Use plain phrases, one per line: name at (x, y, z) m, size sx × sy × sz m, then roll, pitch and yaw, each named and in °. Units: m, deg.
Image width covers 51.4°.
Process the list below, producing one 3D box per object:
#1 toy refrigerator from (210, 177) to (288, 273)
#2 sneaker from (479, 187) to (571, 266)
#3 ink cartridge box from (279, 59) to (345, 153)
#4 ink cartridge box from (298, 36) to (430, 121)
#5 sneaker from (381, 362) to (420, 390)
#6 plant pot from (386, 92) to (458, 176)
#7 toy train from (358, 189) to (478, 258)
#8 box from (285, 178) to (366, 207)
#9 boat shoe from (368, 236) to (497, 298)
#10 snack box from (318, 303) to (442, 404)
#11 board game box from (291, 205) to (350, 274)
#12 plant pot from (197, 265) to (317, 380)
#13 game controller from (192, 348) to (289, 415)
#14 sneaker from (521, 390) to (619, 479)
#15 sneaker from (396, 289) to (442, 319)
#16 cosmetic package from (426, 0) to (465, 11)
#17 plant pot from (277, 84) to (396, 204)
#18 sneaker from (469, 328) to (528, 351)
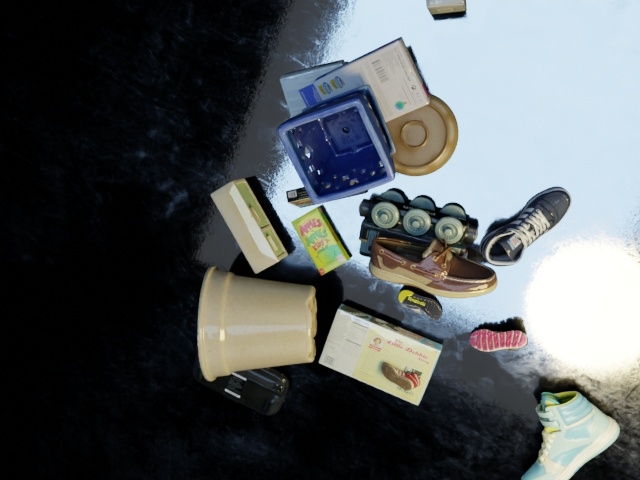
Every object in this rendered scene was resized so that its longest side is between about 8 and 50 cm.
toy refrigerator at (-0.206, -0.047, 1.976) m, size 0.094 × 0.102 × 0.269 m, roll -29°, pitch 91°, yaw 17°
sneaker at (0.545, -0.029, 1.757) m, size 0.282 × 0.153 × 0.099 m, roll -39°, pitch 89°, yaw 17°
ink cartridge box at (0.005, -0.379, 1.899) m, size 0.189 × 0.066 × 0.232 m, roll -10°, pitch 118°, yaw 16°
ink cartridge box at (0.116, -0.396, 1.798) m, size 0.311 × 0.065 × 0.185 m, roll -21°, pitch 111°, yaw 22°
sneaker at (0.233, 0.389, 1.914) m, size 0.118 × 0.067 × 0.042 m, roll 34°, pitch 112°, yaw 36°
plant pot at (0.262, -0.294, 1.847) m, size 0.236 × 0.032 × 0.236 m, roll 3°, pitch 100°, yaw 15°
toy train at (0.261, -0.017, 1.850) m, size 0.334 × 0.142 × 0.190 m, roll 14°, pitch 116°, yaw 9°
box at (0.018, -0.138, 1.893) m, size 0.207 × 0.114 × 0.036 m, roll -12°, pitch 81°, yaw 17°
boat shoe at (0.293, 0.056, 1.740) m, size 0.342 × 0.123 × 0.123 m, roll 12°, pitch 127°, yaw 18°
snack box at (0.175, 0.335, 1.967) m, size 0.322 × 0.060 × 0.187 m, roll 22°, pitch 106°, yaw 9°
board game box at (0.000, 0.000, 1.961) m, size 0.092 × 0.043 × 0.181 m, roll -30°, pitch 92°, yaw 18°
plant pot at (-0.167, 0.239, 1.926) m, size 0.306 × 0.334 × 0.333 m, roll 0°, pitch 100°, yaw 4°
game controller at (-0.257, 0.433, 2.105) m, size 0.319 × 0.067 × 0.166 m, roll 25°, pitch 119°, yaw 10°
sneaker at (0.640, 0.545, 1.855) m, size 0.319 × 0.127 × 0.208 m, roll -44°, pitch 89°, yaw 8°
sneaker at (0.284, 0.185, 1.920) m, size 0.144 × 0.059 × 0.053 m, roll 28°, pitch 74°, yaw -8°
cosmetic package at (0.316, -0.714, 1.709) m, size 0.107 × 0.127 × 0.238 m, roll 0°, pitch 102°, yaw 15°
plant pot at (0.060, -0.261, 1.730) m, size 0.236 × 0.212 × 0.236 m, roll -16°, pitch 114°, yaw 23°
sneaker at (0.507, 0.283, 1.872) m, size 0.170 × 0.075 × 0.063 m, roll -9°, pitch 71°, yaw 36°
